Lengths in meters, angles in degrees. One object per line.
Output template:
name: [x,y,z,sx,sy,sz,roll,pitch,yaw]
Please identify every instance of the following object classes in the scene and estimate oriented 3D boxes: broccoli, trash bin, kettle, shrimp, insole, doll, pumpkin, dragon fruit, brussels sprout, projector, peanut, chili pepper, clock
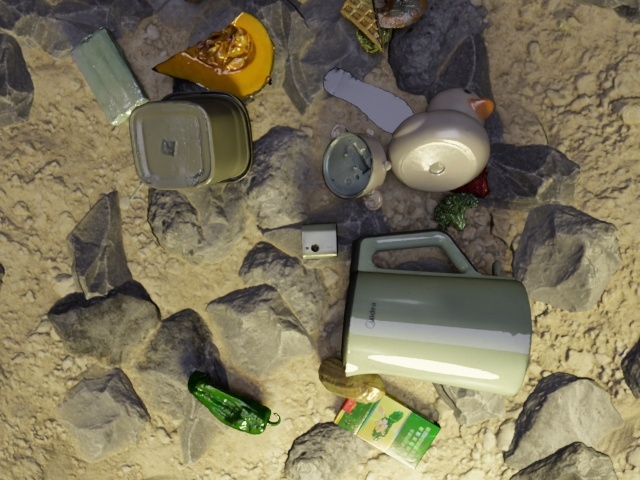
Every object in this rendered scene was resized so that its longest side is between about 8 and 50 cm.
broccoli: [0.317,-0.066,1.141,0.097,0.095,0.092,-28,80,-2]
trash bin: [-0.280,-0.213,1.066,0.220,0.250,0.219,-3,106,5]
kettle: [0.247,0.144,1.109,0.377,0.250,0.360,5,75,6]
shrimp: [0.149,-0.554,1.111,0.187,0.051,0.132,34,76,10]
insole: [0.122,-0.333,1.171,0.253,0.005,0.086,32,95,0]
doll: [0.269,-0.234,1.094,0.251,0.221,0.221,-29,93,38]
pumpkin: [-0.225,-0.403,1.151,0.279,0.111,0.163,-24,112,13]
dragon fruit: [0.357,-0.164,1.141,0.097,0.063,0.131,6,96,3]
brussels sprout: [0.125,-0.471,1.134,0.085,0.058,0.085,-2,78,9]
projector: [0.000,0.000,1.169,0.082,0.083,0.083,-3,94,4]
peanut: [0.072,0.335,1.161,0.083,0.194,0.093,-36,120,-35]
chili pepper: [-0.223,0.412,1.226,0.257,0.074,0.100,26,97,2]
clock: [0.075,-0.171,1.118,0.156,0.063,0.229,-36,72,41]

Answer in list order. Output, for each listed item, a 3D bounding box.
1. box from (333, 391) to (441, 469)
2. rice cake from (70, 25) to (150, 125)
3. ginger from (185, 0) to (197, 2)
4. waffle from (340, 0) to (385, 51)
box: [0.166,0.456,1.223,0.235,0.034,0.132,31,96,1]
rice cake: [-0.514,-0.401,1.190,0.124,0.038,0.211,-34,92,6]
ginger: [-0.193,-0.677,1.100,0.190,0.126,0.354,40,95,-6]
waffle: [0.119,-0.501,1.083,0.097,0.023,0.152,-45,75,20]
